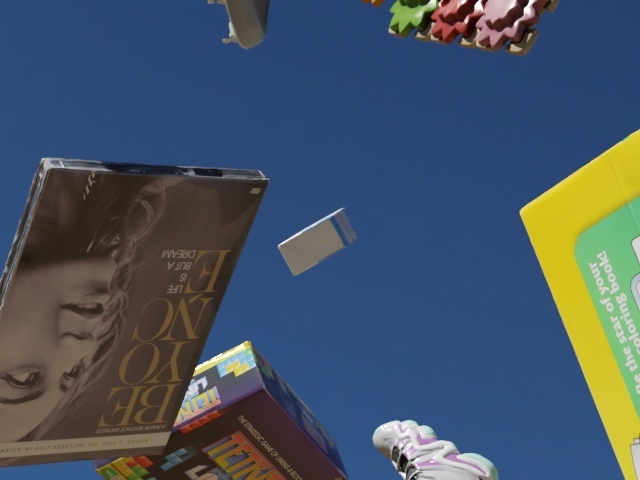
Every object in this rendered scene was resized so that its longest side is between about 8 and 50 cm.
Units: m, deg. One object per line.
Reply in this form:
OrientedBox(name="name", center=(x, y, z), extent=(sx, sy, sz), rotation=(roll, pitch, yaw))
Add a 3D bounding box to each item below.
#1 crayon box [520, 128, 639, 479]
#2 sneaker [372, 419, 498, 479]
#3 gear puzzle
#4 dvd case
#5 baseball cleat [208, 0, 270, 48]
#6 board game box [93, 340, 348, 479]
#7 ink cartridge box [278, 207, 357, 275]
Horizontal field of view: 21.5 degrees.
OrientedBox(name="crayon box", center=(0.320, 0.073, 1.088), extent=(0.106, 0.363, 0.313), rotation=(-6, -21, -38))
OrientedBox(name="sneaker", center=(0.065, 0.161, 1.154), extent=(0.098, 0.069, 0.038), rotation=(18, -54, 30))
OrientedBox(name="gear puzzle", center=(0.140, -0.283, 1.734), extent=(0.044, 0.175, 0.339), rotation=(37, -9, -31))
OrientedBox(name="dvd case", center=(-0.136, 0.051, 1.073), extent=(0.164, 0.018, 0.221), rotation=(1, -59, -40))
OrientedBox(name="baseball cleat", center=(-0.041, -0.257, 1.332), extent=(0.109, 0.206, 0.072), rotation=(-9, -7, 7))
OrientedBox(name="board game box", center=(-0.075, 0.162, 1.278), extent=(0.141, 0.048, 0.170), rotation=(-27, -38, 8))
OrientedBox(name="ink cartridge box", center=(0.000, 0.000, 1.329), extent=(0.048, 0.028, 0.083), rotation=(-29, 2, 12))
